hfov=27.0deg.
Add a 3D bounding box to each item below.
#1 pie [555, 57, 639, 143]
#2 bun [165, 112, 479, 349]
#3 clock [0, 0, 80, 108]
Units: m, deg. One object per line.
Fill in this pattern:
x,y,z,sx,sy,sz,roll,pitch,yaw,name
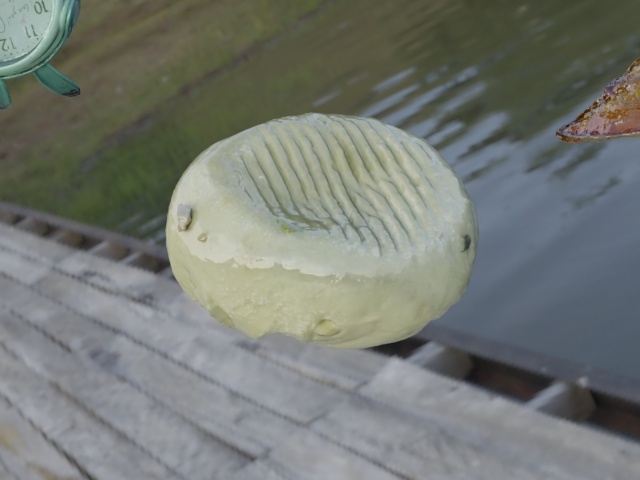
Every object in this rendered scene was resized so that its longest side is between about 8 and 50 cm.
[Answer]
0.266,-0.126,0.983,0.191,0.033,0.088,-38,35,1,pie
0.000,0.000,1.112,0.259,0.160,0.259,4,41,-3,bun
-0.185,-0.138,0.758,0.101,0.135,0.041,-10,20,9,clock
